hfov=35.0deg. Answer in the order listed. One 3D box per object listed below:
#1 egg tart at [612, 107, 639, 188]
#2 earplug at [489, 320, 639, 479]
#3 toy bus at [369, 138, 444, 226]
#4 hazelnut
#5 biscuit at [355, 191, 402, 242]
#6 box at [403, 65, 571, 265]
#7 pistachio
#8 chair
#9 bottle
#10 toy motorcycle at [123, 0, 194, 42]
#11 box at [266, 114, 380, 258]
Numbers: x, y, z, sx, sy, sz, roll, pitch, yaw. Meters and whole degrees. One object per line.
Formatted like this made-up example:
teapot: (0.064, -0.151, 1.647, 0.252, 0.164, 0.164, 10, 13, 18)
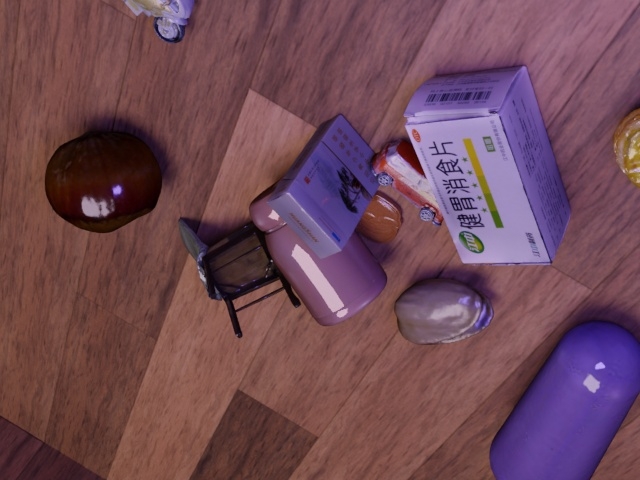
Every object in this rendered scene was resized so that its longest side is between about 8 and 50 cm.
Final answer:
egg tart: (0.547, -0.145, 1.558, 0.191, 0.074, 0.191, 19, 140, 17)
earplug: (0.498, 0.330, 1.999, 0.215, 0.215, 0.456, 24, 136, 10)
toy bus: (0.176, -0.111, 1.841, 0.174, 0.079, 0.077, 39, 132, -8)
hazelnut: (-0.465, -0.125, 2.137, 0.251, 0.217, 0.217, -6, 129, 24)
biscuit: (0.111, -0.044, 1.994, 0.102, 0.019, 0.130, 23, 140, 10)
box: (0.285, -0.122, 1.699, 0.173, 0.145, 0.333, -2, 131, 33)
pistachio: (0.240, 0.142, 2.019, 0.206, 0.131, 0.129, -5, 171, 36)
chair: (-0.182, 0.048, 2.203, 0.186, 0.319, 0.160, -28, 124, -2)
bottle: (0.000, 0.000, 2.001, 0.206, 0.173, 0.297, -30, 101, 28)
toy motorcycle: (-0.297, -0.456, 1.791, 0.151, 0.074, 0.229, -19, 118, 41)
box: (0.018, -0.098, 1.828, 0.149, 0.233, 0.067, 46, 139, -17)
